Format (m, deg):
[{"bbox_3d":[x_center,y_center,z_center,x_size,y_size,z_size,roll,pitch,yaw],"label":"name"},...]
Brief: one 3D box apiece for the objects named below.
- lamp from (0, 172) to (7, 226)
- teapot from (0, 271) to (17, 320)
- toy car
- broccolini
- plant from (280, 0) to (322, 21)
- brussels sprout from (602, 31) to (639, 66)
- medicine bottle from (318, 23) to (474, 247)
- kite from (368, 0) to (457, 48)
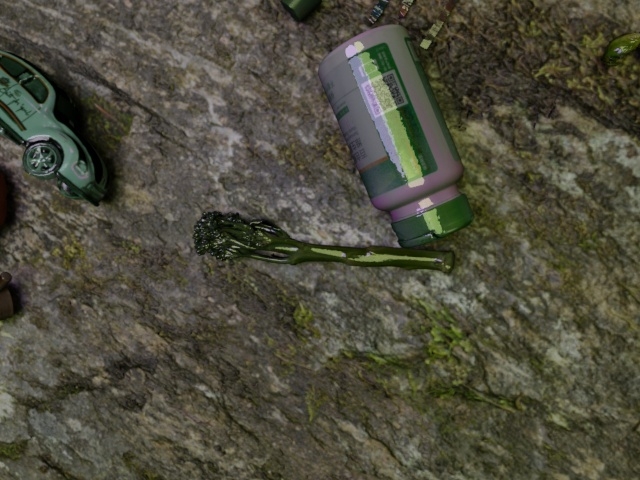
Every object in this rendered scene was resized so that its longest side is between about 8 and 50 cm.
[{"bbox_3d":[-0.601,-0.065,0.736,0.187,0.164,0.188,1,95,11],"label":"lamp"},{"bbox_3d":[-0.542,0.084,0.780,0.085,0.080,0.110,53,128,17],"label":"teapot"},{"bbox_3d":[-0.430,-0.184,0.718,0.306,0.136,0.125,40,79,2],"label":"toy car"},{"bbox_3d":[-0.001,0.006,0.698,0.392,0.074,0.079,3,103,9],"label":"broccolini"},{"bbox_3d":[-0.010,-0.364,0.676,0.051,0.051,0.102,41,95,2],"label":"plant"},{"bbox_3d":[0.420,-0.255,0.625,0.083,0.046,0.051,1,89,9],"label":"brussels sprout"},{"bbox_3d":[0.107,-0.131,0.640,0.133,0.133,0.274,-24,91,10],"label":"medicine bottle"},{"bbox_3d":[0.194,-0.423,0.658,0.169,0.015,0.310,25,98,4],"label":"kite"}]
